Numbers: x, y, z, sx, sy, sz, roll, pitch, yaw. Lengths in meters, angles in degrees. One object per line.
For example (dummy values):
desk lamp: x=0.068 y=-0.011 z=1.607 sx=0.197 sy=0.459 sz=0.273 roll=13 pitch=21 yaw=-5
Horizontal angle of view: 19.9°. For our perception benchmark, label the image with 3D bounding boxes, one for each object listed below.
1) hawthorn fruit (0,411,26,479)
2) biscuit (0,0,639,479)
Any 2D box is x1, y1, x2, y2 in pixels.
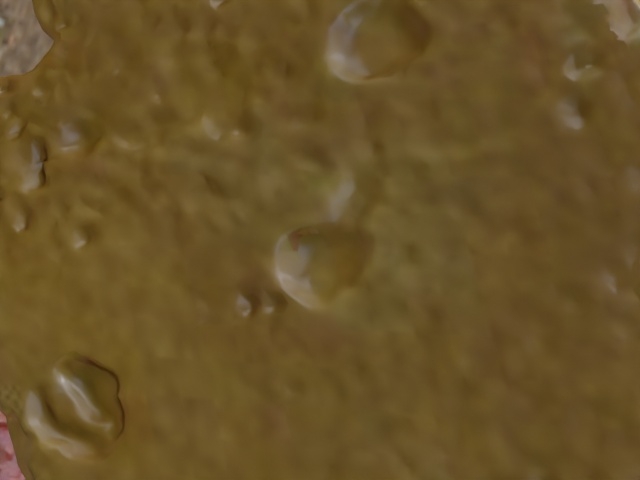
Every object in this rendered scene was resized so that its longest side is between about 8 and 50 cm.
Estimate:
hawthorn fruit: x=-0.232 y=0.143 z=1.137 sx=0.307 sy=0.265 sz=0.265 roll=27 pitch=55 yaw=7
biscuit: x=0.002 y=0.001 z=0.628 sx=0.269 sy=0.051 sz=0.376 roll=-34 pitch=70 yaw=11
